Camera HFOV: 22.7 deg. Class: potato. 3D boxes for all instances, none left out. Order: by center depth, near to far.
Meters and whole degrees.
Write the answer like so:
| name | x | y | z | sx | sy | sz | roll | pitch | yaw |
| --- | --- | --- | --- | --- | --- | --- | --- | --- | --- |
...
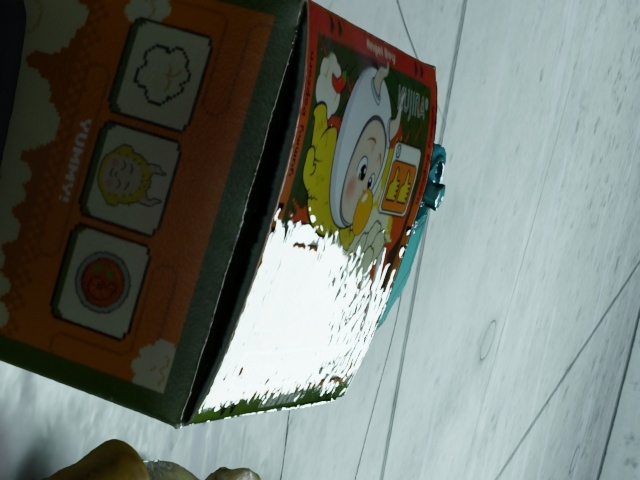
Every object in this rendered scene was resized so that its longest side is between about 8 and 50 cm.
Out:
| name | x | y | z | sx | sy | sz | roll | pitch | yaw |
| --- | --- | --- | --- | --- | --- | --- | --- | --- | --- |
| potato | -0.097 | 0.151 | 0.939 | 0.037 | 0.036 | 0.093 | -39 | 146 | 15 |

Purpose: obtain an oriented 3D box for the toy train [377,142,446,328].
| name | x | y | z | sx | sy | sz | roll | pitch | yaw |
| --- | --- | --- | --- | --- | --- | --- | --- | --- | --- |
| toy train | 0.000 | 0.000 | 0.961 | 0.198 | 0.107 | 0.154 | -39 | 151 | -57 |

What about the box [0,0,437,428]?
| name | x | y | z | sx | sy | sz | roll | pitch | yaw |
| --- | --- | --- | --- | --- | --- | --- | --- | --- | --- |
| box | -0.053 | -0.024 | 0.713 | 0.195 | 0.148 | 0.177 | 9 | 98 | -71 |

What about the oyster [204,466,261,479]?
| name | x | y | z | sx | sy | sz | roll | pitch | yaw |
| --- | --- | --- | --- | --- | --- | --- | --- | --- | --- |
| oyster | -0.083 | 0.279 | 0.968 | 0.166 | 0.110 | 0.341 | -51 | 150 | -32 |

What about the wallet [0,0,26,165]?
| name | x | y | z | sx | sy | sz | roll | pitch | yaw |
| --- | --- | --- | --- | --- | --- | --- | --- | --- | --- |
| wallet | -0.157 | -0.111 | 0.506 | 0.247 | 0.041 | 0.323 | -18 | 121 | -68 |

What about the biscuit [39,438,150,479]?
| name | x | y | z | sx | sy | sz | roll | pitch | yaw |
| --- | --- | --- | --- | --- | --- | --- | --- | --- | --- |
| biscuit | -0.136 | 0.208 | 0.801 | 0.174 | 0.039 | 0.183 | -23 | 111 | -21 |
